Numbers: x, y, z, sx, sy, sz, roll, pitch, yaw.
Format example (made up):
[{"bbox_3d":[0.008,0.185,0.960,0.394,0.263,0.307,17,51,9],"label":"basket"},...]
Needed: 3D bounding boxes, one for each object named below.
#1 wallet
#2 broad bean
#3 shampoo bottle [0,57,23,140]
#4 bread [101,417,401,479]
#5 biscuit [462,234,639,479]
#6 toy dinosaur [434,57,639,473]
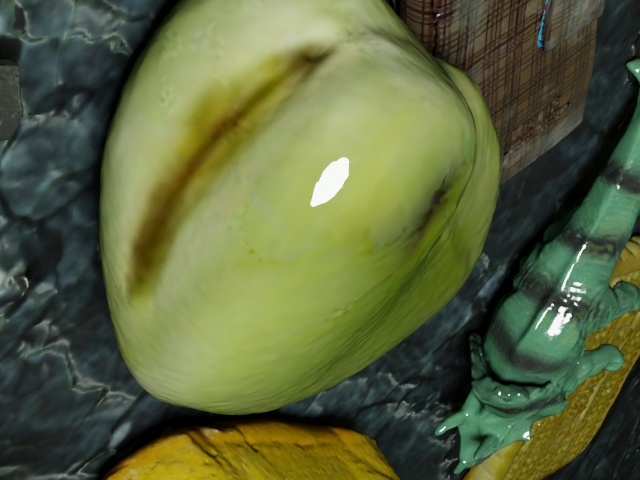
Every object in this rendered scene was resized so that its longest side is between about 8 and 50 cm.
[{"bbox_3d":[0.083,-0.103,0.652,0.124,0.042,0.230,-35,148,-20],"label":"wallet"},{"bbox_3d":[0.000,0.000,0.576,0.189,0.121,0.263,-43,153,-6],"label":"broad bean"},{"bbox_3d":[-0.149,-0.040,0.409,0.137,0.027,0.048,-9,140,-51],"label":"shampoo bottle"},{"bbox_3d":[-0.033,0.155,0.745,0.102,0.094,0.245,-50,152,18],"label":"bread"},{"bbox_3d":[0.206,0.101,1.086,0.172,0.029,0.254,-14,136,-48],"label":"biscuit"},{"bbox_3d":[0.163,0.032,0.895,0.292,0.079,0.120,-60,152,10],"label":"toy dinosaur"}]
